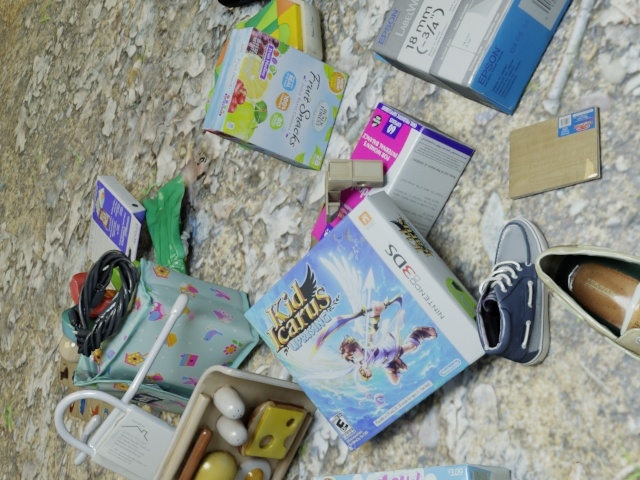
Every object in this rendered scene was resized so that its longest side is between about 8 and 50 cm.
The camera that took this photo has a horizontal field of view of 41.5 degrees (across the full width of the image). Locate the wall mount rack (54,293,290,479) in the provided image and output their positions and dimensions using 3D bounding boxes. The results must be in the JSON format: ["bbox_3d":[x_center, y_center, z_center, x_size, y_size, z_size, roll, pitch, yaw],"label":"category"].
[{"bbox_3d":[-0.213,0.272,1.313,0.304,0.350,0.130,-51,17,19],"label":"wall mount rack"}]

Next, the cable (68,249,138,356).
[{"bbox_3d":[-0.357,0.100,1.373,0.184,0.047,0.150,-44,37,27],"label":"cable"}]

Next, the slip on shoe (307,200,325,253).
[{"bbox_3d":[0.000,0.000,1.347,0.051,0.041,0.135,38,105,49],"label":"slip on shoe"}]

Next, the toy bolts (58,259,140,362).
[{"bbox_3d":[-0.372,0.158,1.566,0.218,0.228,0.158,33,107,22],"label":"toy bolts"}]

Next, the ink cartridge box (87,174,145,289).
[{"bbox_3d":[-0.423,-0.001,1.782,0.208,0.045,0.206,43,128,39],"label":"ink cartridge box"}]

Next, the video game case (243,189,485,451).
[{"bbox_3d":[0.061,0.111,1.123,0.269,0.061,0.244,-44,79,29],"label":"video game case"}]

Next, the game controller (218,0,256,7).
[{"bbox_3d":[-0.088,-0.552,1.648,0.319,0.067,0.166,2,77,49],"label":"game controller"}]

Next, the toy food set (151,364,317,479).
[{"bbox_3d":[-0.108,0.330,1.203,0.092,0.220,0.306,37,103,50],"label":"toy food set"}]

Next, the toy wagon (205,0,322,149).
[{"bbox_3d":[-0.126,-0.306,1.594,0.344,0.068,0.267,-27,56,40],"label":"toy wagon"}]

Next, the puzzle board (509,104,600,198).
[{"bbox_3d":[0.295,-0.110,1.071,0.128,0.011,0.096,-14,64,45],"label":"puzzle board"}]

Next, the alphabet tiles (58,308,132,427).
[{"bbox_3d":[-0.475,0.247,1.800,0.342,0.011,0.285,4,87,50],"label":"alphabet tiles"}]

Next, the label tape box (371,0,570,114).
[{"bbox_3d":[0.189,-0.349,1.215,0.334,0.106,0.240,37,103,49],"label":"label tape box"}]

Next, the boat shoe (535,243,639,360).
[{"bbox_3d":[0.347,0.082,0.861,0.302,0.103,0.113,25,95,51],"label":"boat shoe"}]

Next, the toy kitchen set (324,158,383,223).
[{"bbox_3d":[0.044,-0.060,1.153,0.083,0.075,0.068,96,175,-65],"label":"toy kitchen set"}]

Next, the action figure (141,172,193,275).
[{"bbox_3d":[-0.296,-0.009,1.679,0.137,0.063,0.232,-43,43,28],"label":"action figure"}]

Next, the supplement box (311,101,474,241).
[{"bbox_3d":[0.100,-0.067,1.203,0.111,0.114,0.220,40,108,48],"label":"supplement box"}]

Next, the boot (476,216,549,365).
[{"bbox_3d":[0.230,0.052,1.023,0.069,0.086,0.190,-24,59,42],"label":"boot"}]

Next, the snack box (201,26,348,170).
[{"bbox_3d":[-0.070,-0.228,1.387,0.070,0.207,0.174,14,87,51],"label":"snack box"}]

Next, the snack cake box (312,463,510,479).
[{"bbox_3d":[0.106,0.363,1.044,0.264,0.089,0.152,-21,61,43],"label":"snack cake box"}]

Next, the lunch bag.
[{"bbox_3d":[-0.268,0.190,1.441,0.262,0.223,0.160,-52,35,22],"label":"lunch bag"}]
